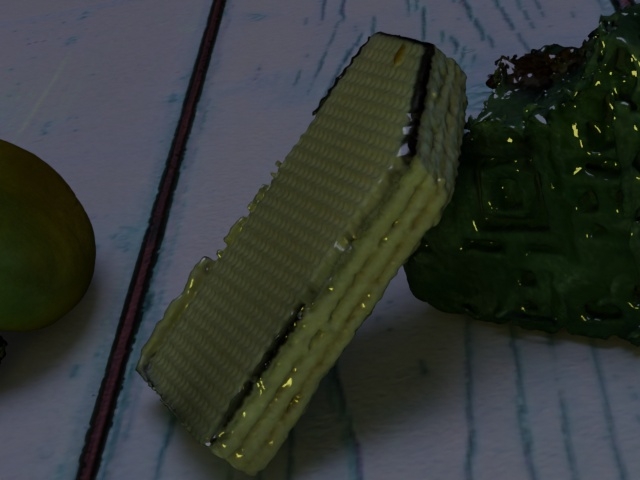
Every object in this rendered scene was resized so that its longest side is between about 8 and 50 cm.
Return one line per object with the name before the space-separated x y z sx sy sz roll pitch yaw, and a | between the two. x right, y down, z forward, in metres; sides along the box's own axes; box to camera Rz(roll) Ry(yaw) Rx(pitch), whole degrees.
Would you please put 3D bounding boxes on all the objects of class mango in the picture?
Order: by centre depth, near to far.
mango | -0.211 0.001 1.117 0.091 0.137 0.237 -54 21 15

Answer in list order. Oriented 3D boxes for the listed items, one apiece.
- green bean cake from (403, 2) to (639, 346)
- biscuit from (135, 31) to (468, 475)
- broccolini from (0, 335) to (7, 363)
green bean cake | 0.129 -0.044 0.971 0.208 0.193 0.107 7 35 40
biscuit | 0.000 0.000 0.940 0.252 0.052 0.150 -56 25 -3
broccolini | -0.299 0.111 0.964 0.123 0.062 0.271 -5 19 27
